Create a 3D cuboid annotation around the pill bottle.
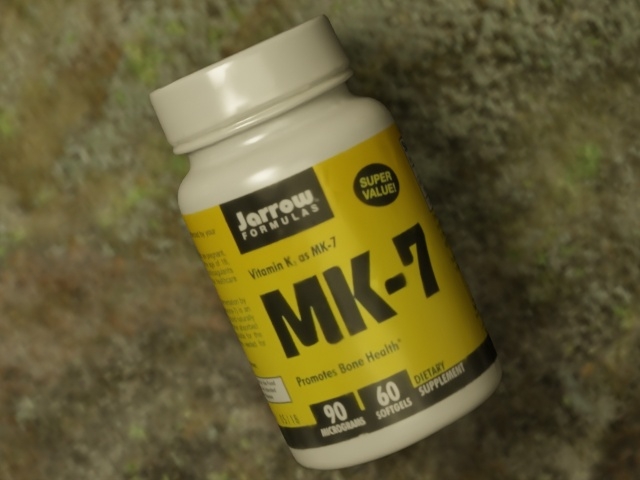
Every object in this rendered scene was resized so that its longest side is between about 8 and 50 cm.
[{"bbox_3d":[0.000,0.000,0.919,0.119,0.119,0.208,-26,97,-11],"label":"pill bottle"}]
